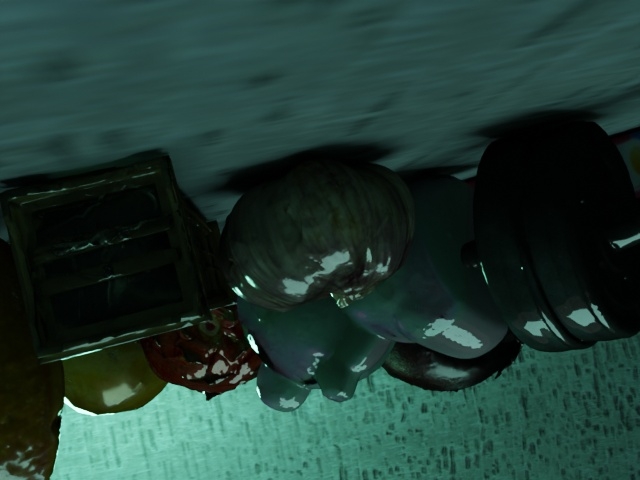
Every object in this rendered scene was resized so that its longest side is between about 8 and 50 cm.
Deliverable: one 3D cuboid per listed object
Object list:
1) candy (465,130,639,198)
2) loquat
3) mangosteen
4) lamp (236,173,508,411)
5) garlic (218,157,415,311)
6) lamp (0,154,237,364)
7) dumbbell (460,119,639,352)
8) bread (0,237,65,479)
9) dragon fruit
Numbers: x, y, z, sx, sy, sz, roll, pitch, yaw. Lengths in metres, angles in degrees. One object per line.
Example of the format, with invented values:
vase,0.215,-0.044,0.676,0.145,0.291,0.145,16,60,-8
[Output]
candy,0.300,-0.055,0.797,0.306,0.100,0.157,-15,175,40
loquat,-0.364,0.186,1.120,0.235,0.234,0.235,-13,177,-1
mangosteen,0.272,0.105,1.331,0.421,0.381,0.381,-44,167,16
lamp,0.023,0.044,0.695,0.248,0.247,0.301,27,145,-33
garlic,0.000,0.000,0.464,0.147,0.101,0.159,-18,176,-3
lamp,-0.118,0.019,0.463,0.089,0.090,0.325,-14,178,-6
dumbbell,0.270,-0.026,0.440,0.389,0.185,0.185,-15,176,40
bread,-0.261,0.106,0.393,0.270,0.195,0.143,-36,160,28
dragon fruit,-0.167,0.129,1.025,0.241,0.240,0.252,-15,-168,27
